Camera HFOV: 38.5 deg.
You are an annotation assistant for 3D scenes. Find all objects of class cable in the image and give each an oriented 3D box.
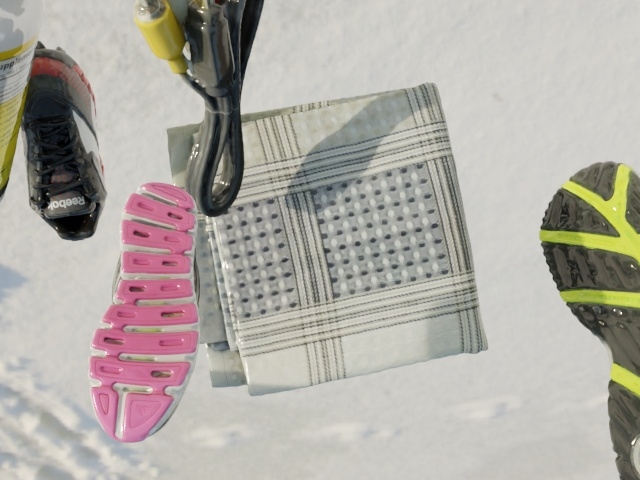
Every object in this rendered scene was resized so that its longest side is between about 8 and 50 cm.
[{"bbox_3d":[-0.106,-0.157,0.875,0.072,0.139,0.287,27,144,21],"label":"cable"}]

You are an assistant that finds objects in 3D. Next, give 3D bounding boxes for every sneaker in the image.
[{"bbox_3d":[-0.314,-0.106,1.113,0.097,0.135,0.276,-9,139,-11],"label":"sneaker"},{"bbox_3d":[-0.105,0.050,0.575,0.063,0.171,0.075,3,147,-5],"label":"sneaker"},{"bbox_3d":[0.308,0.108,0.728,0.147,0.385,0.145,17,141,-38],"label":"sneaker"}]

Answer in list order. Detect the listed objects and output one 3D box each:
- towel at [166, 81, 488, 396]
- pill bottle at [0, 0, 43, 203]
[{"bbox_3d":[0.000,0.000,1.011,0.324,0.313,0.056,-10,-179,5],"label":"towel"},{"bbox_3d":[-0.377,-0.181,0.887,0.187,0.188,0.334,11,129,-19],"label":"pill bottle"}]
